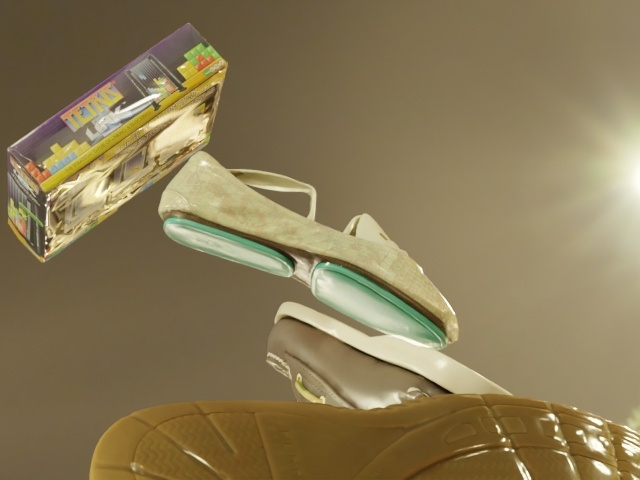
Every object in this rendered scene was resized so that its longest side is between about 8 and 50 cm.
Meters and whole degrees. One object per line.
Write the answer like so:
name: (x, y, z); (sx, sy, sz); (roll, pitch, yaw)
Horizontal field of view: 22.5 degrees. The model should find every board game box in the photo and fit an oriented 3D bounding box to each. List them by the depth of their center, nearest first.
board game box: (-0.155, -0.071, 1.207); (0.170, 0.048, 0.141); (-38, -12, -22)

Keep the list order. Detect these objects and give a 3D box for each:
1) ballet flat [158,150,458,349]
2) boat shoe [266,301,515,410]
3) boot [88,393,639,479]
ballet flat: (0.000, 0.000, 0.822); (0.168, 0.052, 0.057); (24, -22, 2)
boat shoe: (0.032, 0.122, 1.234); (0.116, 0.324, 0.096); (31, -98, -26)
boot: (0.023, 0.164, 0.653); (0.262, 0.095, 0.203); (4, -51, -18)
